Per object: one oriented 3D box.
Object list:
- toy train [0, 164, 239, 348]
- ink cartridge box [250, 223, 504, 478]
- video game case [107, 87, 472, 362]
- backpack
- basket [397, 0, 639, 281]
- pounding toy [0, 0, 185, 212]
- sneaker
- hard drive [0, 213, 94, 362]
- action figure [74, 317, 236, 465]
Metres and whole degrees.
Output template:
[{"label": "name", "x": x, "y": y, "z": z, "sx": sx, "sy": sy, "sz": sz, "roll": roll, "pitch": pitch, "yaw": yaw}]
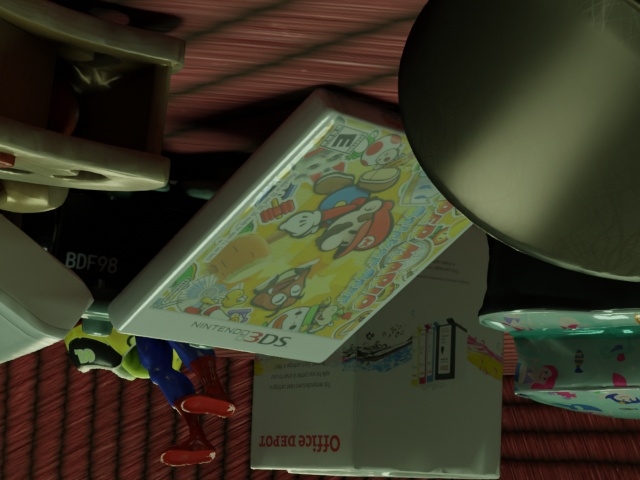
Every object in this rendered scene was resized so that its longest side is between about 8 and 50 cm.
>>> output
[{"label": "toy train", "x": -0.107, "y": 0.007, "z": 1.255, "sx": 0.334, "sy": 0.142, "sz": 0.190, "roll": 7, "pitch": 180, "yaw": -30}, {"label": "ink cartridge box", "x": 0.052, "y": 0.096, "z": 1.439, "sx": 0.168, "sy": 0.233, "sz": 0.171, "roll": 8, "pitch": 170, "yaw": -33}, {"label": "video game case", "x": 0.000, "y": 0.000, "z": 1.083, "sx": 0.206, "sy": 0.026, "sz": 0.227, "roll": 13, "pitch": 131, "yaw": -46}, {"label": "backpack", "x": 0.261, "y": 0.044, "z": 1.245, "sx": 0.225, "sy": 0.191, "sz": 0.253, "roll": -3, "pitch": 175, "yaw": 27}, {"label": "basket", "x": 0.124, "y": -0.082, "z": 0.514, "sx": 0.204, "sy": 0.154, "sz": 0.227, "roll": 0, "pitch": 168, "yaw": 4}, {"label": "pounding toy", "x": -0.161, "y": -0.043, "z": 0.807, "sx": 0.154, "sy": 0.155, "sz": 0.269, "roll": 5, "pitch": 173, "yaw": 14}, {"label": "sneaker", "x": -0.176, "y": 0.074, "z": 1.656, "sx": 0.145, "sy": 0.147, "sz": 0.384, "roll": -3, "pitch": 171, "yaw": 22}, {"label": "hard drive", "x": -0.290, "y": -0.003, "z": 1.111, "sx": 0.233, "sy": 0.047, "sz": 0.353, "roll": 40, "pitch": 163, "yaw": -10}, {"label": "action figure", "x": -0.175, "y": 0.061, "z": 1.363, "sx": 0.139, "sy": 0.091, "sz": 0.280, "roll": 8, "pitch": -146, "yaw": -26}]
